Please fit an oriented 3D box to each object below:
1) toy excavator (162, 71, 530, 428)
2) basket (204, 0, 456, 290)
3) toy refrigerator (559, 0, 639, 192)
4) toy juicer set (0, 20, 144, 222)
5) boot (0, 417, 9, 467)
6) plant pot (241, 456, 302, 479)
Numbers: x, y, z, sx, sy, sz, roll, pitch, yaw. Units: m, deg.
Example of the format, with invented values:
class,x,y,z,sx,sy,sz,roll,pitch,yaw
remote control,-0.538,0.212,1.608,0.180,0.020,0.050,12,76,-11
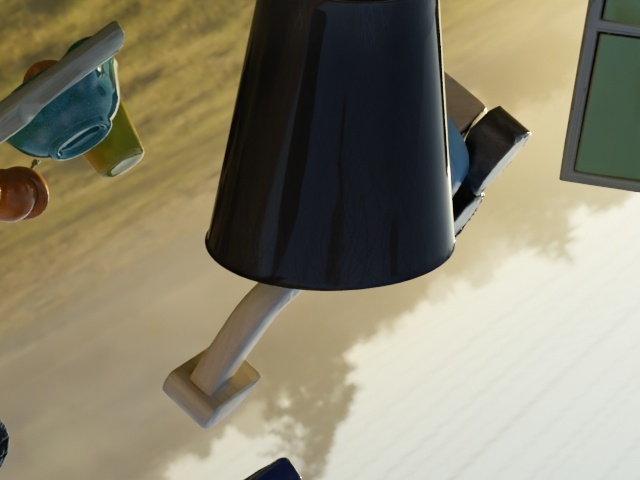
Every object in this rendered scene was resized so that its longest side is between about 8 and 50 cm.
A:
class,x,y,z,sx,sy,sz,roll,pitch,yaw
toy excavator,0.000,0.000,1.720,0.445,0.222,0.433,-40,167,-35
basket,0.017,-0.097,1.028,0.204,0.227,0.154,-3,-149,-13
toy refrigerator,0.310,-0.188,1.347,0.102,0.270,0.094,10,-154,9
toy juicer set,-0.276,-0.110,1.261,0.209,0.089,0.329,-31,170,-11
boot,-0.380,0.136,1.279,0.085,0.178,0.236,-32,153,-31
plant pot,-0.107,0.406,1.472,0.236,0.212,0.236,-30,173,-45
